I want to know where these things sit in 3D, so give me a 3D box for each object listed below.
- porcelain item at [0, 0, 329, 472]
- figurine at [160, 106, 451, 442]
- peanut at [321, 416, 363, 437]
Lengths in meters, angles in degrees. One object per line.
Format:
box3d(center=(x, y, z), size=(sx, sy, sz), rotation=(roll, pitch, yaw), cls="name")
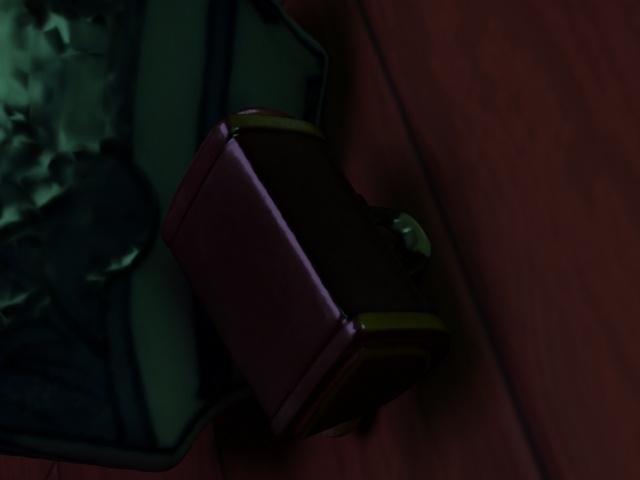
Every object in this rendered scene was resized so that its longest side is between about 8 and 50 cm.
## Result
box3d(center=(-0.149, -0.030, 0.778), size=(0.157, 0.286, 0.281), rotation=(164, 117, -69), cls="porcelain item")
box3d(center=(-0.001, 0.000, 0.662), size=(0.154, 0.098, 0.082), rotation=(60, 140, 26), cls="figurine")
box3d(center=(0.000, 0.058, 0.719), size=(0.037, 0.037, 0.083), rotation=(-65, 30, 28), cls="peanut")
